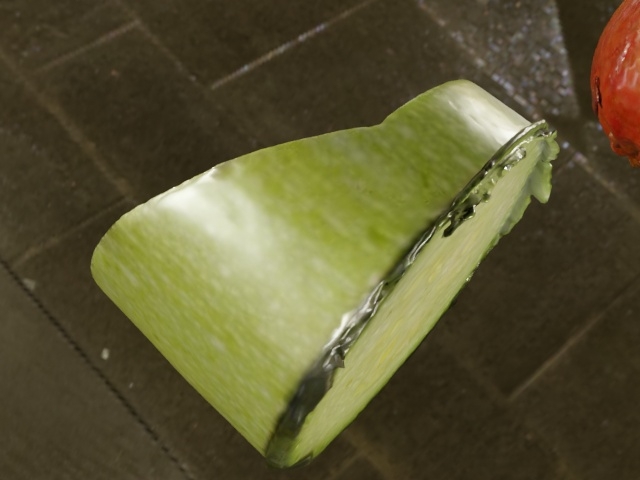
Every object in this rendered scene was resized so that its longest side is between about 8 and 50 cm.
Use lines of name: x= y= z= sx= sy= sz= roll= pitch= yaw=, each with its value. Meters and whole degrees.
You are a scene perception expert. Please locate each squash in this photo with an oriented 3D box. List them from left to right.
squash: x=0.014 y=-0.001 z=0.624 sx=0.220 sy=0.220 sz=0.133 roll=-31 pitch=70 yaw=-36

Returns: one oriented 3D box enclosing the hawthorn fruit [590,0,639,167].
hawthorn fruit: x=0.331 y=-0.139 z=0.878 sx=0.211 sy=0.299 sz=0.211 roll=30 pitch=34 yaw=-22
